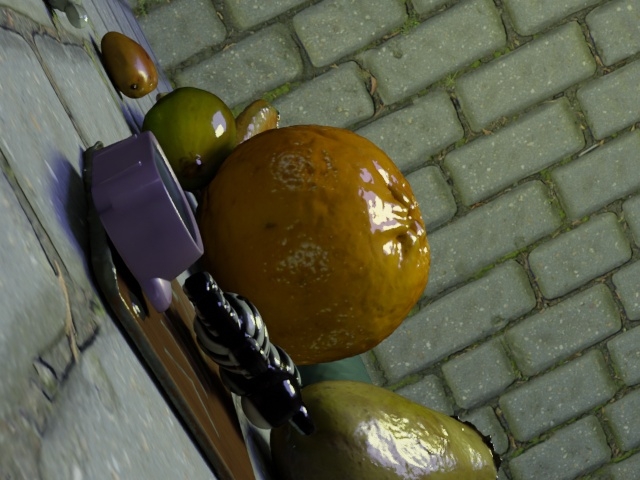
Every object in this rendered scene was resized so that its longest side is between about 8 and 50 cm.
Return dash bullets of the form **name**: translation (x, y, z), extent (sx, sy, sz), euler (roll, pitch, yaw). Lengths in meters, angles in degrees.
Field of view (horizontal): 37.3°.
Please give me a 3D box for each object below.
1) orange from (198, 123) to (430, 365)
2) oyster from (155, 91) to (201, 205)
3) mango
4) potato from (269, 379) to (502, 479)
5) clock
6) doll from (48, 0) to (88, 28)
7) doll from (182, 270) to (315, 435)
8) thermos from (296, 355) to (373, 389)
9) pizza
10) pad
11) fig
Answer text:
- **orange**: translation (0.000, 0.000, 1.314), extent (0.340, 0.293, 0.340), euler (45, 37, -49)
- **oyster**: translation (-0.212, -0.132, 1.570), extent (0.354, 0.107, 0.201), euler (75, 22, -54)
- **mango**: translation (-0.286, -0.262, 1.400), extent (0.114, 0.060, 0.080), euler (65, 15, 21)
- **potato**: translation (0.047, 0.256, 1.043), extent (0.266, 0.229, 0.229), euler (31, 21, -41)
- **clock**: translation (-0.129, -0.019, 0.729), extent (0.152, 0.050, 0.110), euler (-119, -176, -65)
- **doll**: translation (-0.305, -0.314, 1.102), extent (0.135, 0.071, 0.113), euler (-127, -162, -56)
- **doll**: translation (-0.065, 0.110, 0.866), extent (0.091, 0.067, 0.219), euler (48, -8, 44)
- **thermos**: translation (0.017, 0.267, 1.439), extent (0.182, 0.145, 0.286), euler (30, 13, -21)
- **pizza**: translation (-0.133, -0.087, 1.527), extent (0.228, 0.081, 0.289), euler (75, 28, -56)
- **pad**: translation (-0.126, 0.075, 0.813), extent (0.284, 0.018, 0.286), euler (-120, -175, -61)
- **fig**: translation (-0.187, -0.145, 1.359), extent (0.121, 0.136, 0.153), euler (143, -55, -68)
